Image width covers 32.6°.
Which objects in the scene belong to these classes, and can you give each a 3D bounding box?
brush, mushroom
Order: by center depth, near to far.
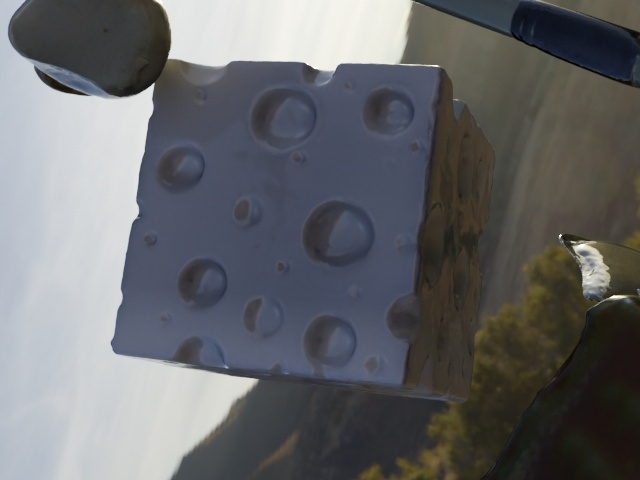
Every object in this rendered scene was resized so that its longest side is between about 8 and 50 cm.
[{"bbox_3d":[0.092,-0.118,0.558,0.042,0.299,0.039,-16,-52,-48],"label":"brush"},{"bbox_3d":[-0.173,-0.156,0.850,0.225,0.116,0.093,-140,54,-81],"label":"mushroom"}]

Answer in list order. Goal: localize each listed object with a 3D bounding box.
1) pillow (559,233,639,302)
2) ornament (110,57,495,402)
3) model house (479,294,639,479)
[{"bbox_3d":[0.323,0.039,1.140,0.217,0.130,0.033,-85,10,-72],"label":"pillow"},{"bbox_3d":[0.000,0.000,0.919,0.240,0.240,0.239,31,-116,-69],"label":"ornament"},{"bbox_3d":[0.195,0.135,0.433,0.239,0.268,0.173,-20,-46,-27],"label":"model house"}]
